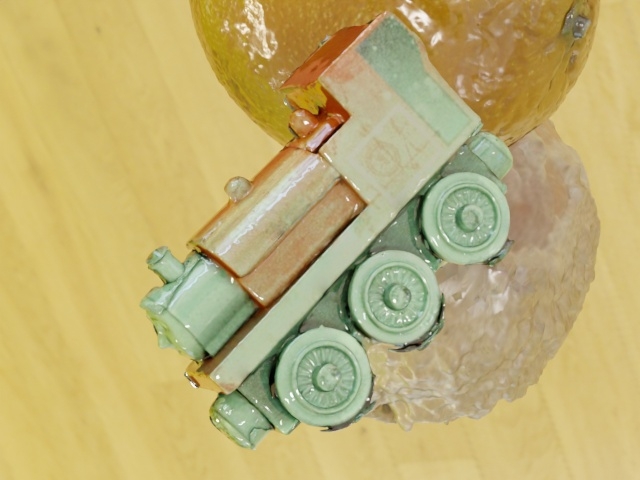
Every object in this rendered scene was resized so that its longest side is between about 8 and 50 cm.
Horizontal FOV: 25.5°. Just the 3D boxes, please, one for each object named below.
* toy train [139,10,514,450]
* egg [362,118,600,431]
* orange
[{"bbox_3d":[0.000,0.000,0.603,0.118,0.176,0.074,47,167,-10],"label":"toy train"},{"bbox_3d":[0.083,-0.005,1.101,0.279,0.310,0.279,6,133,6],"label":"egg"},{"bbox_3d":[0.047,-0.164,0.854,0.264,0.264,0.264,14,120,26],"label":"orange"}]
